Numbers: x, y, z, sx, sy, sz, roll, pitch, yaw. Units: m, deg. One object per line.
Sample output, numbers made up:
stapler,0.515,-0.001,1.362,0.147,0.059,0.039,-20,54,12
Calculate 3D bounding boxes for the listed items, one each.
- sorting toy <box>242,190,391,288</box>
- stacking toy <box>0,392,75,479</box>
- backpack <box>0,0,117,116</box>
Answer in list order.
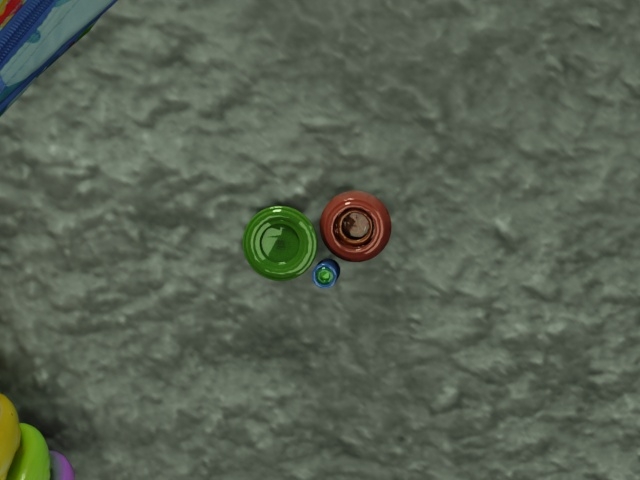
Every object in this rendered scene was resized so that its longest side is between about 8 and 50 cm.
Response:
sorting toy,0.000,0.000,1.016,0.102,0.042,0.061,-10,96,7
stacking toy,-0.228,0.169,0.976,0.165,0.175,0.302,-41,117,8
backpack,-0.257,-0.125,0.686,0.273,0.290,0.356,33,86,-34
